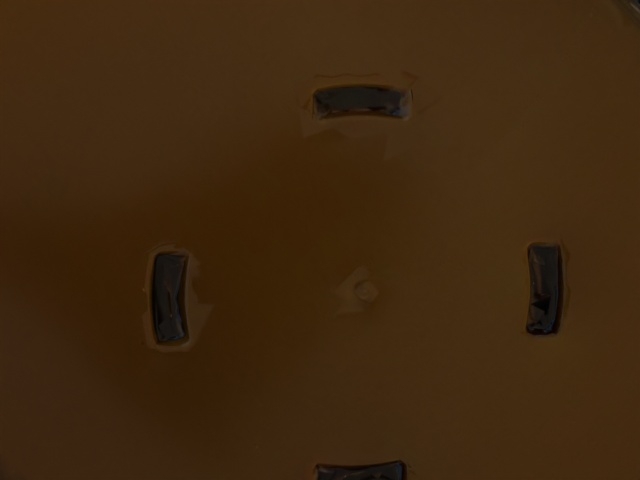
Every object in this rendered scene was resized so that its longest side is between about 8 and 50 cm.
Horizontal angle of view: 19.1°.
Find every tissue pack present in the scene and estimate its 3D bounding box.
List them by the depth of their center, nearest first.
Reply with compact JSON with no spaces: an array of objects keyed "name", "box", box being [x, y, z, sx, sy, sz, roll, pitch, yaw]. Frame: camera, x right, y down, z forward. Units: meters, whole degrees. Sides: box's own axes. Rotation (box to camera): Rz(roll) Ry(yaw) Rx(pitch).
[{"name":"tissue pack","box":[0.000,0.000,0.515,0.194,0.274,0.145,-45,13,1]}]

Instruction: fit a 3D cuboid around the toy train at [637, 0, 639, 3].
[{"name":"toy train","box":[0.228,-0.179,0.897,0.188,0.265,0.300,19,-78,-29]}]
